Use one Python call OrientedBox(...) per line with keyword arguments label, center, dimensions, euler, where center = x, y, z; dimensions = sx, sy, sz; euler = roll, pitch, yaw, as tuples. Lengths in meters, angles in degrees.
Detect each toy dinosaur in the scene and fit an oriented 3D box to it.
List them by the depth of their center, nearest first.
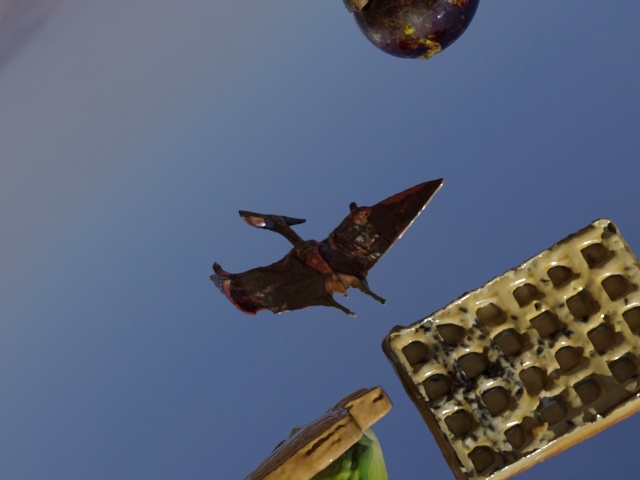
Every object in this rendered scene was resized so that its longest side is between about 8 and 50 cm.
OrientedBox(label="toy dinosaur", center=(0.010, 0.004, 1.826), dimensions=(0.113, 0.327, 0.207), euler=(104, -23, -45))

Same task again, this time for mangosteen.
OrientedBox(label="mangosteen", center=(0.113, -0.359, 2.020), dimensions=(0.192, 0.217, 0.192), euler=(-29, -139, 29))

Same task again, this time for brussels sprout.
OrientedBox(label="brussels sprout", center=(-0.005, 0.420, 2.291), dimensions=(0.259, 0.227, 0.294), euler=(78, 16, -85))

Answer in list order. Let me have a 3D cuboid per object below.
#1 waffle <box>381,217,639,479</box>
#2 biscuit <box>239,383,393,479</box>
OrientedBox(label="waffle", center=(0.297, 0.156, 2.010), dimensions=(0.376, 0.261, 0.114), euler=(-26, 164, -8))
OrientedBox(label="biscuit", center=(-0.042, 0.306, 2.012), dimensions=(0.351, 0.057, 0.312), euler=(-42, 175, 41))
